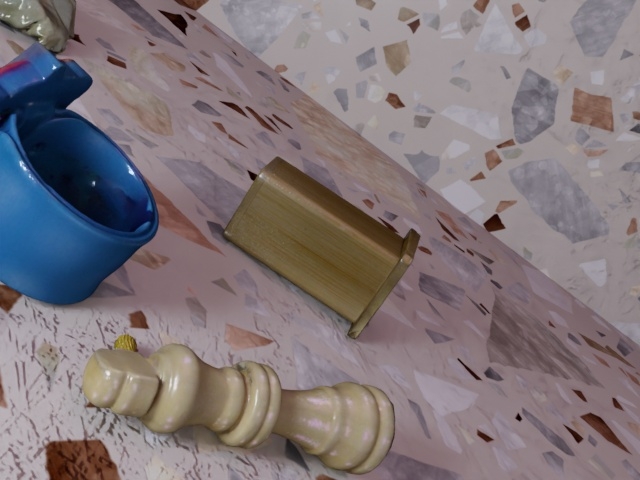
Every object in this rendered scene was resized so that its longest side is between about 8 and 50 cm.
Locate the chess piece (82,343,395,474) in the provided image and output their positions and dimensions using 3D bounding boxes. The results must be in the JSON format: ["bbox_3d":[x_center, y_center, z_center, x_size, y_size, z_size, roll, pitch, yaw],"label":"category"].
[{"bbox_3d":[-0.089,0.192,0.924,0.397,0.117,0.117,22,25,-35],"label":"chess piece"}]

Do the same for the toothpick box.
[{"bbox_3d":[0.000,0.000,1.418,0.308,0.188,0.190,34,20,-1],"label":"toothpick box"}]

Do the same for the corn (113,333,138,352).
[{"bbox_3d":[-0.230,0.141,0.925,0.083,0.027,0.028,-111,176,-53],"label":"corn"}]

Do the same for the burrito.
[{"bbox_3d":[-0.631,-0.520,1.561,0.331,0.135,0.190,35,12,-18],"label":"burrito"}]

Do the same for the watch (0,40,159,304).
[{"bbox_3d":[-0.341,-0.061,0.928,0.274,0.241,0.305,50,19,-5],"label":"watch"}]
